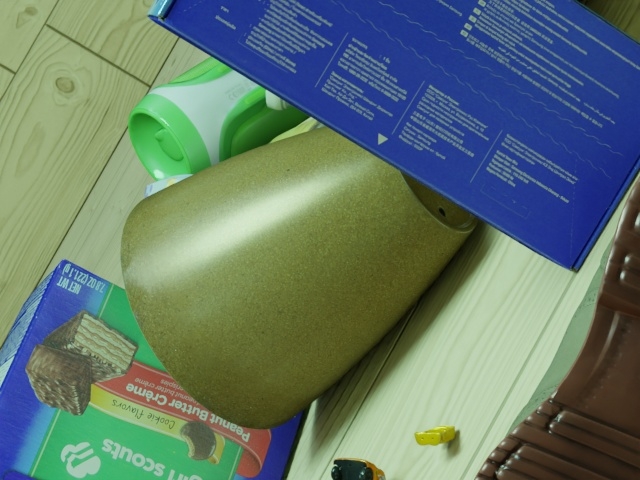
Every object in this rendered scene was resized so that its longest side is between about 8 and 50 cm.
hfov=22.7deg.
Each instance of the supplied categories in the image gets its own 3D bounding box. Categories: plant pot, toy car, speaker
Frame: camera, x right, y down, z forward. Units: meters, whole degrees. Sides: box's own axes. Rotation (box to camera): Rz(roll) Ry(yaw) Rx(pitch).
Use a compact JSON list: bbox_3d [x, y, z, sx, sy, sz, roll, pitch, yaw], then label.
[{"bbox_3d":[0.000,0.000,1.363,0.254,0.237,0.237,-34,28,29],"label":"plant pot"},{"bbox_3d":[0.061,0.178,1.190,0.122,0.060,0.040,-24,-9,37],"label":"toy car"},{"bbox_3d":[-0.070,-0.171,1.790,0.296,0.131,0.131,-36,4,-29],"label":"speaker"}]

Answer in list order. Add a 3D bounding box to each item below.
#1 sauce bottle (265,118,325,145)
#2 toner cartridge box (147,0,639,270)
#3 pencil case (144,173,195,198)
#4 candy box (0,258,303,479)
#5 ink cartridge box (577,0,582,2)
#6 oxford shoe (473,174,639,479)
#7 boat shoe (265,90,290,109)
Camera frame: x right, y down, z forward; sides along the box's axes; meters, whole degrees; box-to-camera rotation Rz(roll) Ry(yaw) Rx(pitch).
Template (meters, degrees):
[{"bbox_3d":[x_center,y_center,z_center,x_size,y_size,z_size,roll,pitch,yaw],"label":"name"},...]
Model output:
[{"bbox_3d":[-0.014,-0.066,1.663,0.111,0.111,0.344,-63,16,-12],"label":"sauce bottle"},{"bbox_3d":[0.071,-0.135,1.113,0.165,0.347,0.075,-59,15,1],"label":"toner cartridge box"},{"bbox_3d":[-0.130,0.069,1.622,0.113,0.124,0.273,84,-171,-74],"label":"pencil case"},{"bbox_3d":[-0.185,0.218,1.404,0.122,0.268,0.317,-43,24,54],"label":"candy box"},{"bbox_3d":[0.233,-0.240,1.381,0.063,0.029,0.115,-44,24,45],"label":"ink cartridge box"},{"bbox_3d":[0.167,0.112,0.881,0.348,0.123,0.130,-61,-10,-1],"label":"oxford shoe"},{"bbox_3d":[0.011,-0.226,1.713,0.079,0.081,0.227,87,-155,-54],"label":"boat shoe"}]
